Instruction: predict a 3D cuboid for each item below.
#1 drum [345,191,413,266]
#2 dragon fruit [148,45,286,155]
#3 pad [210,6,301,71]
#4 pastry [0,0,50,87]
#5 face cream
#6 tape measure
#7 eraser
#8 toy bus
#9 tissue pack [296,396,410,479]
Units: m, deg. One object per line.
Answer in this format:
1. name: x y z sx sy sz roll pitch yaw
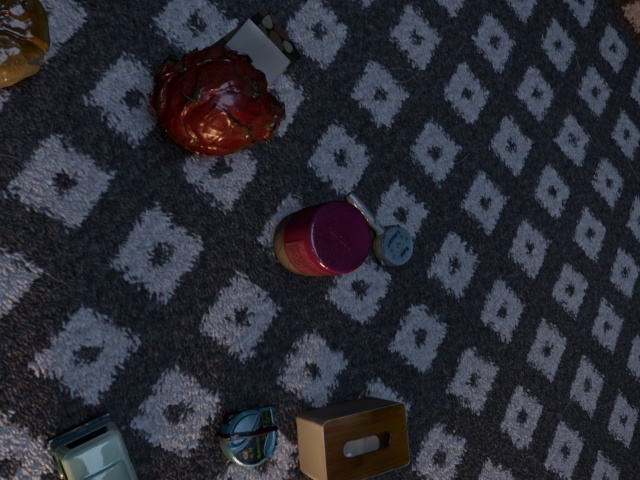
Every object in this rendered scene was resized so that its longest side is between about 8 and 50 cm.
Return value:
1. drum: 0.173 -0.044 1.579 0.130 0.049 0.253 -35 103 -29
2. dragon fruit: -0.220 -0.305 1.253 0.299 0.244 0.244 8 81 -13
3. pad: -0.165 -0.469 1.442 0.235 0.003 0.158 -46 109 -26
4. pastry: -0.640 -0.418 1.078 0.257 0.121 0.235 47 64 -20
5. face cream: 0.000 0.000 1.385 0.175 0.195 0.175 4 81 -31
6. tape measure: -0.163 0.450 1.309 0.146 0.081 0.125 -2 83 -31
7. eraser: -0.156 -0.467 1.430 0.150 0.023 0.103 42 66 -21
8. toy bus: -0.412 0.492 1.103 0.133 0.165 0.271 -22 97 -31
9. tissue pack: 0.080 0.492 1.422 0.246 0.136 0.159 -4 88 -31
